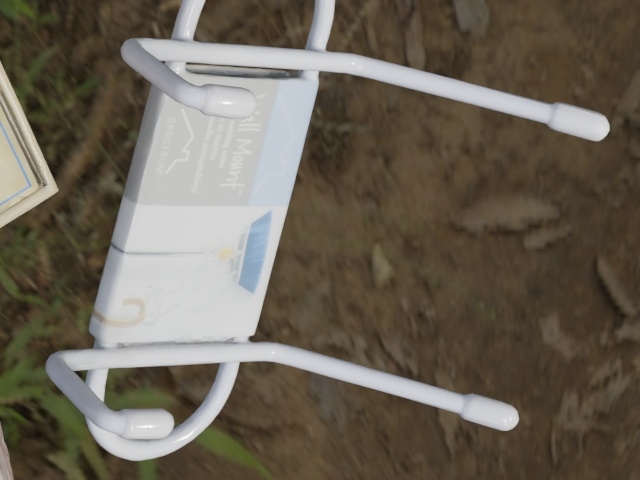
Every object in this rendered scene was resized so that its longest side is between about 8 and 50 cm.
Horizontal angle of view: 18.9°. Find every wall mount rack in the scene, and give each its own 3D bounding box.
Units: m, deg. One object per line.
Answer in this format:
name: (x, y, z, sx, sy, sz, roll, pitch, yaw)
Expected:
wall mount rack: (0.000, 0.000, 1.158, 0.130, 0.304, 0.350, 36, 118, 46)

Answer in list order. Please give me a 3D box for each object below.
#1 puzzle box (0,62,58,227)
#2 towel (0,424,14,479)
puzzle box: (-0.392, -0.148, 1.456, 0.272, 0.052, 0.409, -36, 116, -28)
towel: (-0.225, -0.051, 0.888, 0.053, 0.332, 0.317, -17, 60, -5)
